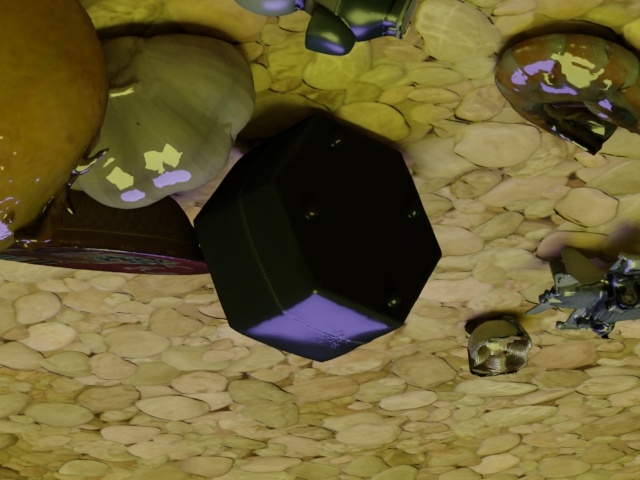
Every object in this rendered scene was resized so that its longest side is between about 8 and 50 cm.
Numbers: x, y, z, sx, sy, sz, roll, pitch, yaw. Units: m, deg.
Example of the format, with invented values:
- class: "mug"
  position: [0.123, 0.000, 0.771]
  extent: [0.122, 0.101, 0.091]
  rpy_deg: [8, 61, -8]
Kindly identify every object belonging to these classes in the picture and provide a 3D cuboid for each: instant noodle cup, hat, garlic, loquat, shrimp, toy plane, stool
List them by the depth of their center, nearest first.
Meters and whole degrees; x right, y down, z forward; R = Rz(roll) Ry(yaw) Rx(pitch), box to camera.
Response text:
- class: "loquat"
  position: [-0.301, -0.107, 1.457]
  extent: [0.274, 0.275, 0.275]
  rpy_deg: [-2, 153, -1]
- class: "garlic"
  position: [-0.164, -0.097, 1.639]
  extent: [0.229, 0.143, 0.178]
  rpy_deg: [-23, 146, 19]
- class: "shrimp"
  position: [0.266, -0.126, 1.698]
  extent: [0.145, 0.059, 0.254]
  rpy_deg: [-21, 147, 38]
- class: "stool"
  position: [0.000, 0.000, 1.755]
  extent: [0.232, 0.232, 0.141]
  rpy_deg: [20, 148, -37]
- class: "instant noodle cup"
  position: [-0.234, -0.022, 1.791]
  extent: [0.274, 0.091, 0.274]
  rpy_deg: [4, 174, 0]
- class: "toy plane"
  position: [0.374, 0.062, 2.042]
  extent: [0.262, 0.088, 0.192]
  rpy_deg: [5, 151, -14]
- class: "hat"
  position: [0.219, 0.127, 2.194]
  extent: [0.077, 0.059, 0.076]
  rpy_deg: [-3, 138, -11]

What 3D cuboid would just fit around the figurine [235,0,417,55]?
- class: "figurine"
  position: [-0.014, -0.223, 1.422]
  extent: [0.192, 0.126, 0.147]
  rpy_deg: [21, -178, 7]
